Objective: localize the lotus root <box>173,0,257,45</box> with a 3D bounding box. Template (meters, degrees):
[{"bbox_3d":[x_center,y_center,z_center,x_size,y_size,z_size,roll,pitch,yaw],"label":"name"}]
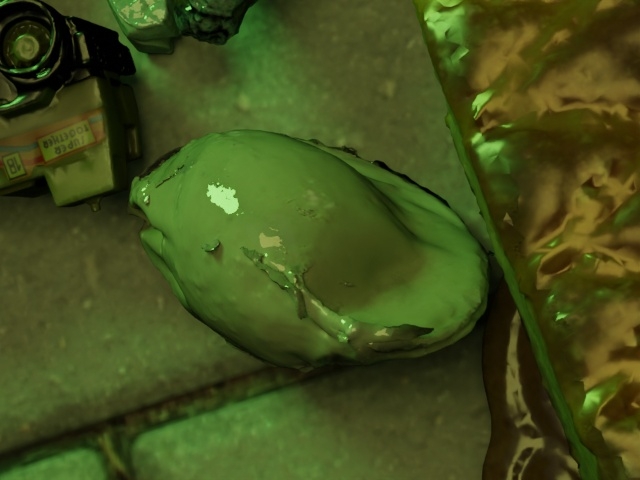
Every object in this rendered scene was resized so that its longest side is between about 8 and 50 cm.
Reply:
[{"bbox_3d":[-0.043,-0.273,0.864,0.158,0.140,0.322,12,85,-12],"label":"lotus root"}]

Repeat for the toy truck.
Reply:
[{"bbox_3d":[-0.242,-0.058,0.859,0.257,0.127,0.127,-13,90,8],"label":"toy truck"}]

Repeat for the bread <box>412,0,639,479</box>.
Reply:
[{"bbox_3d":[0.212,-0.027,0.653,0.279,0.207,0.279,-18,71,8],"label":"bread"}]

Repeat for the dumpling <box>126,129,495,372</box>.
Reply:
[{"bbox_3d":[0.000,0.000,0.794,0.172,0.142,0.247,-27,43,-31],"label":"dumpling"}]

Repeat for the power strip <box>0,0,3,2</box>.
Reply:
[{"bbox_3d":[-0.227,-0.250,0.918,0.029,0.080,0.227,-7,76,6],"label":"power strip"}]

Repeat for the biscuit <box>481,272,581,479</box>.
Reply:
[{"bbox_3d":[0.280,0.098,0.753,0.359,0.074,0.381,-43,70,1],"label":"biscuit"}]

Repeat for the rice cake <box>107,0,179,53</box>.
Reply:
[{"bbox_3d":[-0.152,-0.232,0.917,0.042,0.045,0.245,-26,74,4],"label":"rice cake"}]
